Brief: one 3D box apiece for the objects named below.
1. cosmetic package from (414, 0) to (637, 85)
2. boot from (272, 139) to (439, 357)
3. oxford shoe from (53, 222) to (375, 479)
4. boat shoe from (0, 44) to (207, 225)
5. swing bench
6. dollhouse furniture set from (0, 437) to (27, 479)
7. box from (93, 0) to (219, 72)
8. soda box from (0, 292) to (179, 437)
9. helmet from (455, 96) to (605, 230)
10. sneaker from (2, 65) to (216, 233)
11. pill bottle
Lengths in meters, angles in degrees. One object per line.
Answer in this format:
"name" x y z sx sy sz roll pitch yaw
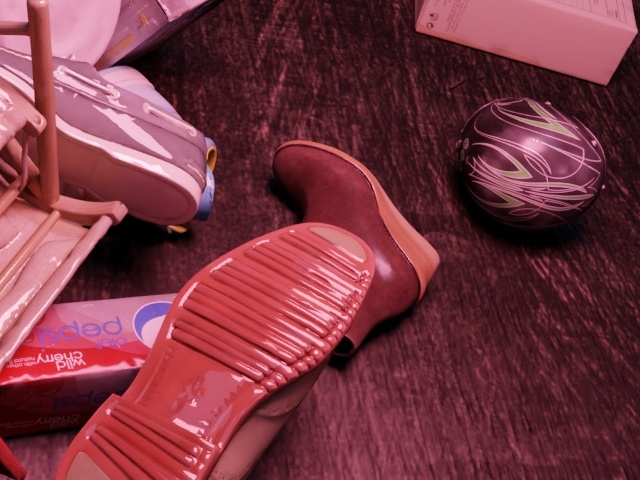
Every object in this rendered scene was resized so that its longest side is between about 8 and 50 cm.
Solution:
"cosmetic package" 0.304 -0.357 1.840 0.310 0.113 0.160 16 42 -8
"boot" 0.000 0.000 1.355 0.248 0.090 0.207 40 42 13
"oxford shoe" -0.089 0.137 1.095 0.140 0.146 0.397 32 56 20
"boat shoe" -0.254 -0.127 1.207 0.319 0.116 0.099 28 51 -15
"swing bench" -0.323 -0.041 1.045 0.165 0.254 0.253 7 42 23
"dollhouse furniture set" -0.449 0.161 0.968 0.374 0.152 0.201 16 54 29
"box" -0.201 -0.262 1.442 0.056 0.231 0.183 57 43 -8
"soda box" -0.196 0.114 1.160 0.263 0.083 0.092 -5 48 -26
"helmet" 0.260 -0.090 1.510 0.169 0.169 0.161 1 30 -22
"sneaker" -0.234 -0.067 1.300 0.208 0.127 0.319 36 44 17
"pill bottle" -0.386 -0.292 1.331 0.319 0.176 0.176 25 39 30
